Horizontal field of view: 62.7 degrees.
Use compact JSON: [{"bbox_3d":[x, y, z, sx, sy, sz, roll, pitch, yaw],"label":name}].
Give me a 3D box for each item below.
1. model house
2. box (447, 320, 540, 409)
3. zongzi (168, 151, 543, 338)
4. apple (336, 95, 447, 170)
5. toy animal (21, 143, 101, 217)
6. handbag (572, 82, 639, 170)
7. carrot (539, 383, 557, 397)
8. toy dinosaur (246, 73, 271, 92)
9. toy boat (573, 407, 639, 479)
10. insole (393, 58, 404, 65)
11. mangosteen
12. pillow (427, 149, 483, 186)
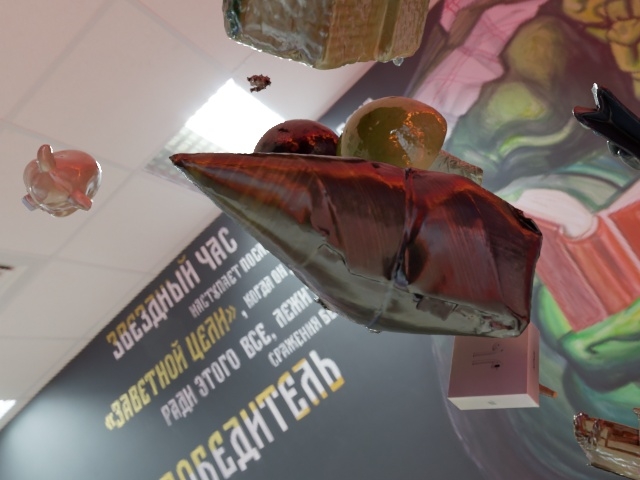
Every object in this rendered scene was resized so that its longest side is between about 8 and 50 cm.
[{"bbox_3d":[0.027,-0.544,1.010,0.382,0.335,0.342,-39,-32,-50],"label":"model house"},{"bbox_3d":[0.279,0.200,0.844,0.129,0.130,0.051,-18,-49,39],"label":"box"},{"bbox_3d":[0.000,0.000,0.710,0.432,0.207,0.403,16,-12,-17],"label":"zongzi"},{"bbox_3d":[0.151,-0.198,1.279,0.295,0.233,0.257,108,180,-55],"label":"apple"},{"bbox_3d":[-0.738,-0.165,1.480,0.213,0.256,0.195,-30,-68,10],"label":"toy animal"},{"bbox_3d":[0.800,-0.290,1.399,0.118,0.269,0.326,-53,-13,29],"label":"handbag"},{"bbox_3d":[0.719,0.483,1.699,0.032,0.093,0.032,-5,-81,-30],"label":"carrot"},{"bbox_3d":[-0.179,-0.454,1.512,0.055,0.154,0.049,-25,-66,-17],"label":"toy dinosaur"},{"bbox_3d":[0.318,0.185,0.470,0.064,0.072,0.206,10,-13,-19],"label":"toy boat"},{"bbox_3d":[0.227,-0.649,1.655,0.004,0.197,0.065,-20,11,-31],"label":"insole"},{"bbox_3d":[-0.066,-0.184,1.542,0.306,0.306,0.359,110,180,-50],"label":"mangosteen"},{"bbox_3d":[0.409,-0.135,1.682,0.076,0.274,0.280,-5,-64,-24],"label":"pillow"}]
